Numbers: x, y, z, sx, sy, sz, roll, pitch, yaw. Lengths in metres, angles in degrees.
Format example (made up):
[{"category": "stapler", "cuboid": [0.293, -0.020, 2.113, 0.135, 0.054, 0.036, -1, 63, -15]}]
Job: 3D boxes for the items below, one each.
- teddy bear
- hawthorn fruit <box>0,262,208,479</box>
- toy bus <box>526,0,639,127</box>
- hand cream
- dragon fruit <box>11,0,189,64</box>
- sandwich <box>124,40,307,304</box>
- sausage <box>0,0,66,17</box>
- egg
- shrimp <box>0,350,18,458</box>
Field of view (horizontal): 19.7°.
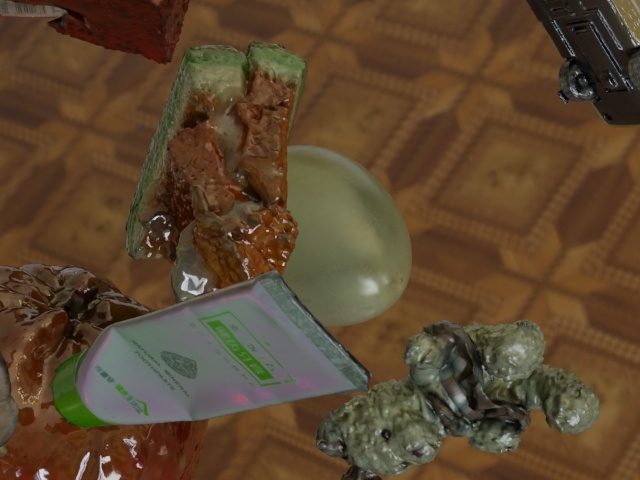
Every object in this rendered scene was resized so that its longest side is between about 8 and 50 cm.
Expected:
[{"category": "teddy bear", "cuboid": [0.097, 0.114, 1.423, 0.213, 0.133, 0.111, -24, 30, 21]}, {"category": "hawthorn fruit", "cuboid": [-0.205, 0.148, 1.371, 0.258, 0.262, 0.258, -8, 15, 2]}, {"category": "toy bus", "cuboid": [0.366, -0.330, 2.353, 0.202, 0.365, 0.177, -43, 21, -24]}, {"category": "hand cream", "cuboid": [-0.074, 0.073, 1.078, 0.275, 0.079, 0.050, -18, 56, 54]}, {"category": "dragon fruit", "cuboid": [-0.199, -0.225, 1.571, 0.192, 0.122, 0.092, 9, 68, 18]}, {"category": "sandwich", "cuboid": [-0.069, -0.037, 1.293, 0.109, 0.185, 0.160, 10, 22, -12]}, {"category": "sausage", "cuboid": [-0.288, -0.243, 1.891, 0.253, 0.034, 0.034, 3, 54, 15]}, {"category": "egg", "cuboid": [0.000, 0.000, 2.304, 0.218, 0.218, 0.295, -45, 42, -15]}, {"category": "shrimp", "cuboid": [-0.316, 0.038, 1.028, 0.247, 0.360, 0.085, -19, 43, 36]}]
